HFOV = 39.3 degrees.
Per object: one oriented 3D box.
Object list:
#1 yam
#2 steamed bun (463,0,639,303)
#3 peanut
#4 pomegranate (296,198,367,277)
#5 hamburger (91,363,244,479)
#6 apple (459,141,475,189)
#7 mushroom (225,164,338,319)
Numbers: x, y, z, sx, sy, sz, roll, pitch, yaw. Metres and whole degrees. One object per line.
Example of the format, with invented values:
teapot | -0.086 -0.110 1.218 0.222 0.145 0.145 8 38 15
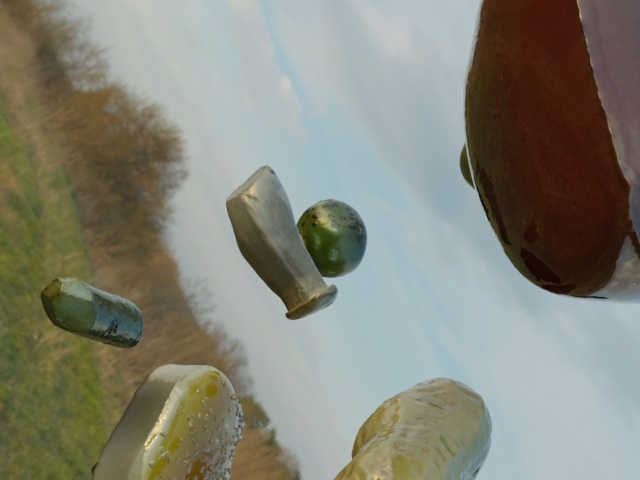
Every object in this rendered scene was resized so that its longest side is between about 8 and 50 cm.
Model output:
yam | -0.297 0.098 1.179 0.146 0.069 0.070 34 19 -55
steamed bun | 0.273 -0.112 0.880 0.248 0.235 0.379 125 -38 -61
peanut | 0.097 0.259 1.018 0.319 0.147 0.148 -34 99 -57
pomegranate | 0.000 0.000 1.801 0.159 0.205 0.159 39 -45 54
hamburger | -0.215 0.320 1.310 0.151 0.295 0.227 17 -33 19
apple | 0.390 -0.172 1.896 0.200 0.200 0.200 59 -11 19
mushroom | -0.068 0.002 1.298 0.108 0.096 0.247 10 48 -62
